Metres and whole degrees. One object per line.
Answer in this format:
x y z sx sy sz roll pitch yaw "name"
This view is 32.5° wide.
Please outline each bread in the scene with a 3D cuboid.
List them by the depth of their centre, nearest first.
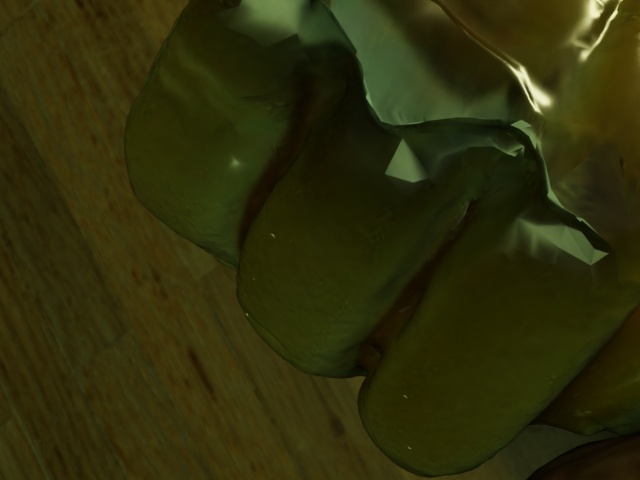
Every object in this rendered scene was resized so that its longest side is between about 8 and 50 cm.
0.075 -0.043 0.562 0.300 0.210 0.341 -41 80 11 "bread"

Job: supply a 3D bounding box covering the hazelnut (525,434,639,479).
0.200 0.283 0.440 0.429 0.402 0.402 -46 72 23 "hazelnut"
